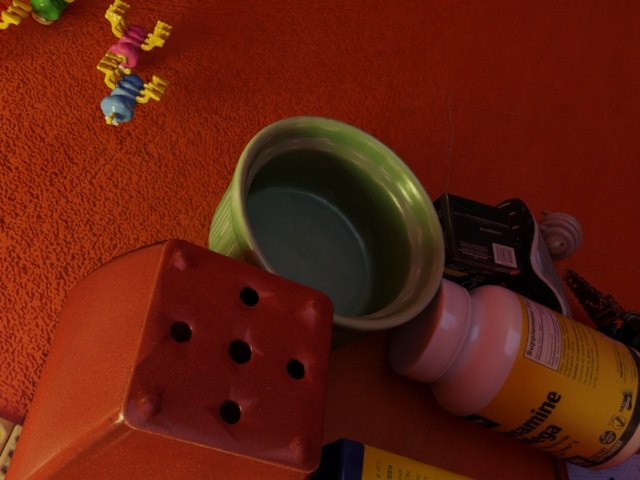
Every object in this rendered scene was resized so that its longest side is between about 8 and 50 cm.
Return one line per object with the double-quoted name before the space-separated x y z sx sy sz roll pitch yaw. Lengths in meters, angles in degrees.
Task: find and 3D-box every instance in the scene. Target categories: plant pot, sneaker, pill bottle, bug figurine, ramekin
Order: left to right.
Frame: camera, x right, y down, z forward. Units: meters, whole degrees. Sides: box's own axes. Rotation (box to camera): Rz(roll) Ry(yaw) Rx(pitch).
"bug figurine" -0.327 -0.265 0.920 0.279 0.072 0.216 28 46 -10
"plant pot" -0.127 0.151 0.688 0.267 0.236 0.267 22 53 -21
"ramekin" 0.000 0.000 0.920 0.303 0.148 0.303 15 56 -24
"pill bottle" 0.273 0.177 0.959 0.334 0.188 0.188 24 53 -13
"sneaker" 0.344 0.053 1.156 0.108 0.100 0.272 27 45 -48

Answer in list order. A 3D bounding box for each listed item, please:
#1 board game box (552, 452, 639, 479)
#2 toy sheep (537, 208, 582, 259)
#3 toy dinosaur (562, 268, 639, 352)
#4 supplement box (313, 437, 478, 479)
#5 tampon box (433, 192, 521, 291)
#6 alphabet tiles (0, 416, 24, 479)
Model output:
"board game box" 0.482 0.403 1.069 0.281 0.027 0.145 12 56 -26
"toy sheep" 0.424 -0.011 1.238 0.091 0.091 0.132 46 44 -1
"toy dinosaur" 0.511 0.189 1.160 0.322 0.164 0.218 31 26 4
"supplement box" 0.117 0.374 0.746 0.356 0.195 0.194 24 54 -18
"tampon box" 0.189 0.023 1.017 0.120 0.161 0.101 12 58 -25
"alphabet tiles" -0.388 0.272 0.607 0.342 0.011 0.285 27 52 -16
